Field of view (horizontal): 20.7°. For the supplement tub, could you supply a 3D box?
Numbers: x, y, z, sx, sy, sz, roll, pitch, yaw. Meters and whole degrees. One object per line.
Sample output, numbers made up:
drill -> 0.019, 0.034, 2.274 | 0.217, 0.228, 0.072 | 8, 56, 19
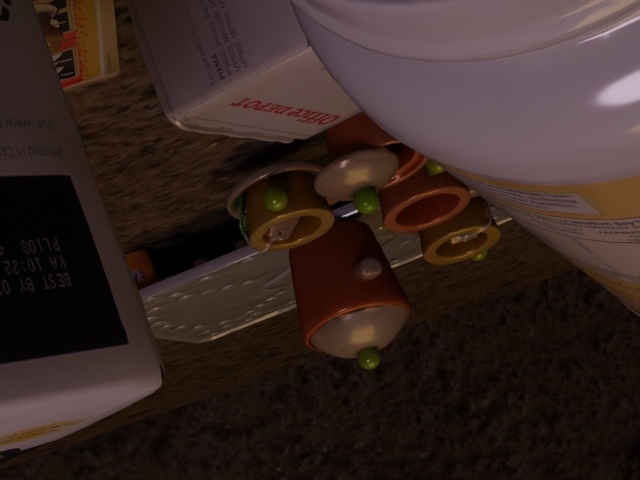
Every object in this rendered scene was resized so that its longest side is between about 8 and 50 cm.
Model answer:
supplement tub -> 0.133, -0.107, 0.638 | 0.241, 0.241, 0.331 | -25, 149, 24

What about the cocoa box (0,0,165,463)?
cocoa box -> -0.271, 0.004, 0.612 | 0.228, 0.231, 0.347 | -26, 169, 30

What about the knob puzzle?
knob puzzle -> -0.197, -0.079, 0.914 | 0.213, 0.030, 0.213 | -20, 170, -4

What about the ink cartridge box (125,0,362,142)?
ink cartridge box -> 0.031, -0.136, 0.894 | 0.218, 0.092, 0.158 | -27, 169, 22

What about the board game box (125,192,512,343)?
board game box -> 0.000, 0.000, 1.686 | 0.390, 0.050, 0.390 | -23, 170, 9

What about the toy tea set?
toy tea set -> 0.042, 0.004, 1.389 | 0.200, 0.124, 0.336 | -23, 157, 11
